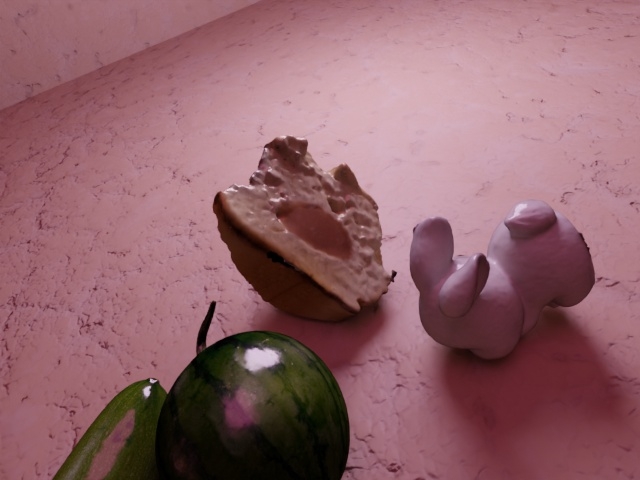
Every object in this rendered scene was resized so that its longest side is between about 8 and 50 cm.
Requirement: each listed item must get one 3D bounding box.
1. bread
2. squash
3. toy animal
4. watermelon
[{"bbox_3d":[0.003,-0.005,0.601,0.211,0.224,0.184,17,57,21],"label":"bread"},{"bbox_3d":[-0.258,0.322,0.408,0.107,0.107,0.395,10,54,26],"label":"squash"},{"bbox_3d":[0.206,0.039,0.508,0.192,0.179,0.128,-20,40,-6],"label":"toy animal"},{"bbox_3d":[-0.074,0.180,0.438,0.214,0.188,0.188,37,63,24],"label":"watermelon"}]
